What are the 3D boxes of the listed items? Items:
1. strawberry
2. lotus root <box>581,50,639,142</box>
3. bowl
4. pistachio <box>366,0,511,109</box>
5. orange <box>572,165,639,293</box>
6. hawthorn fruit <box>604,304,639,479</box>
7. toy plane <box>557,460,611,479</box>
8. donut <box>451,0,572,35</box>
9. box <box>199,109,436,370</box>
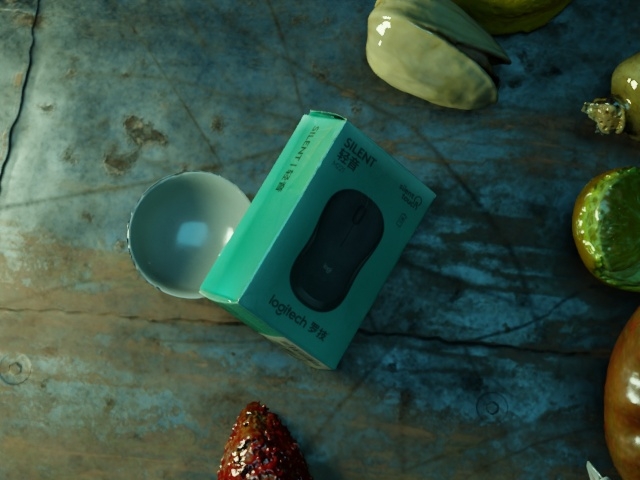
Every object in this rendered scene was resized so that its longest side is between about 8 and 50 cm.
[{"bbox_3d":[-0.080,0.329,1.815,0.140,0.085,0.192,22,77,5],"label":"strawberry"},{"bbox_3d":[0.517,-0.229,1.915,0.257,0.154,0.140,-36,60,-16],"label":"lotus root"},{"bbox_3d":[-0.183,0.000,1.880,0.189,0.086,0.189,1,77,-3],"label":"bowl"},{"bbox_3d":[0.173,-0.283,1.920,0.230,0.157,0.157,25,78,-9],"label":"pistachio"},{"bbox_3d":[0.474,-0.011,1.865,0.237,0.158,0.179,6,84,-4],"label":"orange"},{"bbox_3d":[0.594,0.204,1.729,0.403,0.403,0.402,0,78,-2],"label":"hawthorn fruit"},{"bbox_3d":[0.388,0.400,1.808,0.066,0.162,0.171,-14,114,-28],"label":"toy plane"},{"bbox_3d":[0.272,-0.469,1.983,0.303,0.110,0.302,1,78,-3],"label":"donut"},{"bbox_3d":[0.000,0.000,1.823,0.205,0.118,0.311,39,76,-33],"label":"box"}]
